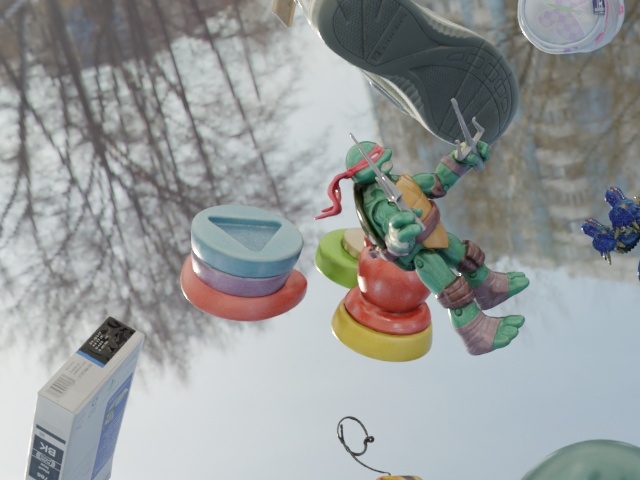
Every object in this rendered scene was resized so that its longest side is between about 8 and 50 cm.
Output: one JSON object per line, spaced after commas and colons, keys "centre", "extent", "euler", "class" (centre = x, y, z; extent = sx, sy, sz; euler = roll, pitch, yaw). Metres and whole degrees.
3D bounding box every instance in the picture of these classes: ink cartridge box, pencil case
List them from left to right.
{"centre": [-0.327, 0.267, 1.481], "extent": [0.065, 0.333, 0.165], "euler": [27, -139, 8], "class": "ink cartridge box"}
{"centre": [0.351, -0.321, 1.518], "extent": [0.113, 0.124, 0.273], "euler": [-7, -174, 22], "class": "pencil case"}

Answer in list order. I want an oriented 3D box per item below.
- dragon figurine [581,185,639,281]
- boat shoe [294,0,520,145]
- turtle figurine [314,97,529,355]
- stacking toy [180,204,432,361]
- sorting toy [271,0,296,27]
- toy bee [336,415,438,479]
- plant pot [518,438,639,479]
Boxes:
{"centre": [0.437, 0.021, 1.334], "extent": [0.085, 0.289, 0.144], "euler": [-37, -162, 47], "class": "dragon figurine"}
{"centre": [0.100, -0.204, 1.209], "extent": [0.118, 0.320, 0.103], "euler": [-56, -141, 13], "class": "boat shoe"}
{"centre": [0.092, -0.020, 0.946], "extent": [0.118, 0.234, 0.175], "euler": [-18, -154, 44], "class": "turtle figurine"}
{"centre": [0.000, 0.000, 1.328], "extent": [0.308, 0.130, 0.279], "euler": [13, -154, 1], "class": "stacking toy"}
{"centre": [-0.046, -0.331, 1.456], "extent": [0.012, 0.083, 0.062], "euler": [9, 174, 20], "class": "sorting toy"}
{"centre": [0.101, 0.399, 1.562], "extent": [0.162, 0.298, 0.195], "euler": [-23, 178, 44], "class": "toy bee"}
{"centre": [0.339, 0.386, 1.334], "extent": [0.293, 0.293, 0.235], "euler": [-4, -151, 29], "class": "plant pot"}
